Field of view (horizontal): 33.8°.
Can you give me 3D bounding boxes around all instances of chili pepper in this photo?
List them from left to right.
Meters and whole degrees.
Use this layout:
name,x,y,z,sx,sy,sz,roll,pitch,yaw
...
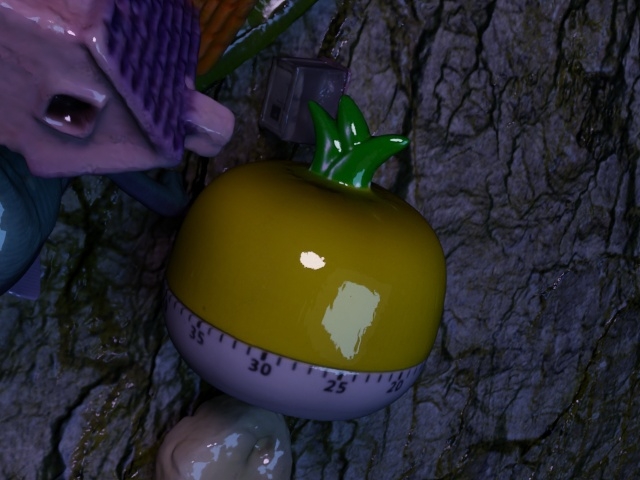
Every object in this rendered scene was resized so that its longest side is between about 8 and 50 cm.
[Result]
name,x,y,z,sx,sy,sz,roll,pitch,yaw
chili pepper,-0.011,-0.244,0.966,0.359,0.076,0.085,-36,107,-20

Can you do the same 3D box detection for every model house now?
name,x,y,z,sx,sy,sz,roll,pitch,yaw
model house,-0.131,-0.177,0.628,0.237,0.237,0.202,22,131,-24

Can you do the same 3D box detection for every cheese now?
name,x,y,z,sx,sy,sz,roll,pitch,yaw
cheese,-0.105,0.293,1.164,0.159,0.093,0.263,-19,123,-34

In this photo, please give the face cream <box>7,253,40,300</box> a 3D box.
name,x,y,z,sx,sy,sz,roll,pitch,yaw
face cream,-0.323,-0.055,0.773,0.096,0.154,0.274,-32,144,34

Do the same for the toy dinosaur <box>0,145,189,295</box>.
name,x,y,z,sx,sy,sz,roll,pitch,yaw
toy dinosaur,-0.209,0.000,0.779,0.331,0.129,0.383,56,31,-43

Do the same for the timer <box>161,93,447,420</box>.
name,x,y,z,sx,sy,sz,roll,pitch,yaw
timer,0.000,0.000,0.968,0.285,0.285,0.285,-20,125,-31

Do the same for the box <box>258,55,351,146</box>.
name,x,y,z,sx,sy,sz,roll,pitch,yaw
box,-0.017,-0.137,1.025,0.063,0.060,0.085,4,111,-33
